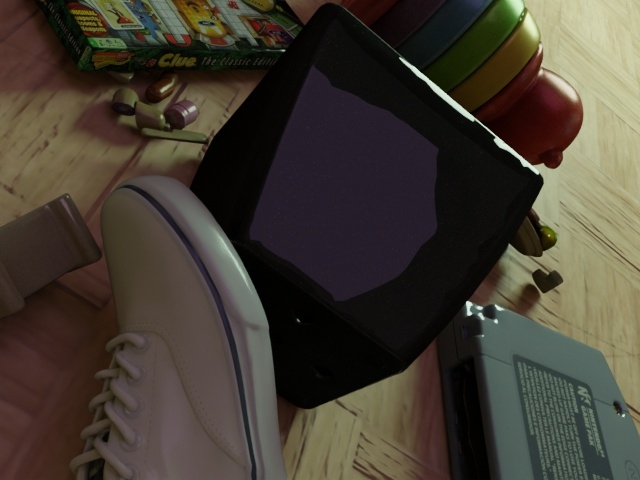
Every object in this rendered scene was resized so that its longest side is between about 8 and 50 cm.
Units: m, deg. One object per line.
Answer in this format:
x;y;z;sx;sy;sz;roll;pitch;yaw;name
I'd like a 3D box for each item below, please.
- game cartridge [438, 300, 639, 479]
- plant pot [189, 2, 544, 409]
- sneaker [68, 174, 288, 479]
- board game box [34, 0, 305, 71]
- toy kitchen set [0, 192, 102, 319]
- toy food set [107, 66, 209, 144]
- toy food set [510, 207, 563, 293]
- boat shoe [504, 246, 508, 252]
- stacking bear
0.191;0.202;0.590;0.198;0.062;0.297;27;44;-28;game cartridge
0.000;0.000;0.499;0.187;0.188;0.167;37;54;-13;plant pot
-0.076;0.091;0.378;0.091;0.094;0.258;-11;81;-45;sneaker
-0.120;-0.202;0.646;0.260;0.030;0.136;-16;62;-49;board game box
-0.244;-0.032;0.373;0.166;0.122;0.207;-43;111;-50;toy kitchen set
-0.134;-0.116;0.587;0.078;0.019;0.122;1;50;-41;toy food set
0.186;-0.039;0.743;0.192;0.039;0.132;55;3;10;toy food set
0.113;-0.062;0.724;0.183;0.065;0.083;39;38;-11;boat shoe
0.166;-0.196;0.818;0.289;0.164;0.175;42;40;-14;stacking bear
